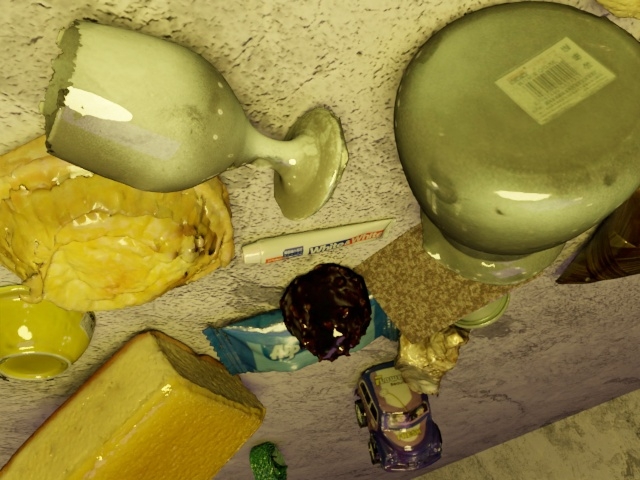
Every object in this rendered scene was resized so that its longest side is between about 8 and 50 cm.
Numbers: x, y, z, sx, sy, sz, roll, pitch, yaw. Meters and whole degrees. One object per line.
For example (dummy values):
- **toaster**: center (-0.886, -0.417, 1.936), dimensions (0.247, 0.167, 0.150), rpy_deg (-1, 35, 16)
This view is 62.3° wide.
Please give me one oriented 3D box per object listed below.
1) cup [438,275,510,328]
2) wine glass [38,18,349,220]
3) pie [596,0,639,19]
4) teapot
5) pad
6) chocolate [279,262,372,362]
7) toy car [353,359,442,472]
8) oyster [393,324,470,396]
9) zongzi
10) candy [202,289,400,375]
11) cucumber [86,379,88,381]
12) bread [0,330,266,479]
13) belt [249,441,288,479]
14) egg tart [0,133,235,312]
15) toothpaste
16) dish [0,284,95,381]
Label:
- **cup**: center (0.234, 0.068, 0.857), dimensions (0.120, 0.120, 0.141), rpy_deg (-27, 136, 16)
- **wine glass**: center (-0.103, -0.095, 0.460), dimensions (0.241, 0.126, 0.126), rpy_deg (14, 136, -36)
- **pie**: center (0.335, -0.299, 0.395), dimensions (0.338, 0.075, 0.337), rpy_deg (-13, 148, -8)
- **teapot**: center (0.211, -0.100, 0.569), dimensions (0.223, 0.305, 0.285), rpy_deg (24, 161, 19)
- **pad**: center (0.182, 0.045, 0.788), dimensions (0.235, 0.158, 0.003), rpy_deg (-36, -177, 26)
- **chocolate**: center (0.014, 0.127, 0.777), dimensions (0.156, 0.133, 0.156), rpy_deg (-3, 116, -6)
- **toy car**: center (0.176, 0.389, 1.196), dimensions (0.172, 0.235, 0.158), rpy_deg (-12, 134, -8)
- **oyster**: center (0.203, 0.211, 1.009), dimensions (0.110, 0.166, 0.341), rpy_deg (23, 171, 14)
- **zongzi**: center (0.473, -0.008, 0.860), dimensions (0.241, 0.111, 0.248), rpy_deg (-27, 141, 26)
- **candy**: center (-0.019, 0.163, 0.918), dimensions (0.331, 0.077, 0.187), rpy_deg (-15, 140, -6)
- **cucumber**: center (-0.351, 0.314, 0.988), dimensions (0.077, 0.077, 0.265), rpy_deg (-25, 145, 12)
- **bread**: center (-0.295, 0.343, 0.896), dimensions (0.333, 0.143, 0.323), rpy_deg (-45, 144, -5)
- **belt**: center (-0.139, 0.641, 1.515), dimensions (0.079, 0.121, 0.151), rpy_deg (-23, 151, 4)
- **egg tart**: center (-0.228, 0.008, 0.570), dimensions (0.291, 0.107, 0.290), rpy_deg (-11, 145, -8)
- **toothpaste**: center (0.000, 0.000, 0.728), dimensions (0.218, 0.033, 0.052), rpy_deg (-11, 150, -17)
- **dish**: center (-0.389, 0.138, 0.714), dimensions (0.149, 0.080, 0.207), rpy_deg (-19, 148, 2)
